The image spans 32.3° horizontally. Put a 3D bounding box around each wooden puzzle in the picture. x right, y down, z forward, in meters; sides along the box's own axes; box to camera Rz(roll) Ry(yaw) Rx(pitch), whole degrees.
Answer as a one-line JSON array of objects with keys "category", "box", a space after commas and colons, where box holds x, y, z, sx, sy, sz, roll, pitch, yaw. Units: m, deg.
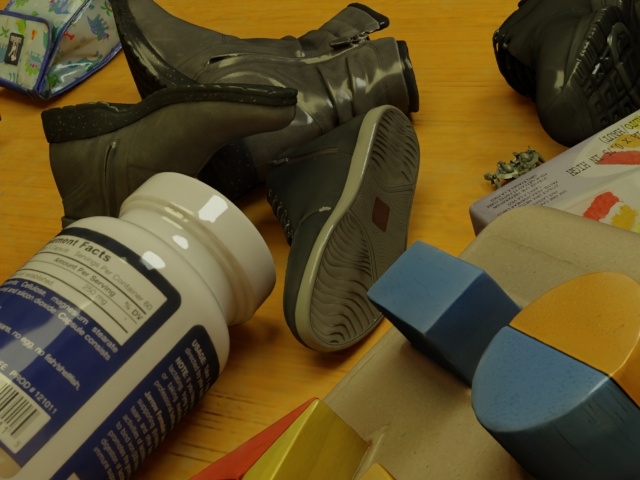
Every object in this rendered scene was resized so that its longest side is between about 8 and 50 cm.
[{"category": "wooden puzzle", "box": [0.053, 0.101, 0.542, 0.348, 0.080, 0.322, -42, 18, -6]}]

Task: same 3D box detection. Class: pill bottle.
[{"category": "pill bottle", "box": [-0.157, 0.080, 0.749, 0.153, 0.153, 0.264, 14, 48, 39]}]

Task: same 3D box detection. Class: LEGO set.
[{"category": "LEGO set", "box": [0.154, -0.050, 0.865, 0.054, 0.023, 0.083, -11, 37, 14]}]

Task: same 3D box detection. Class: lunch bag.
[{"category": "lunch bag", "box": [-0.318, -0.233, 1.288, 0.129, 0.096, 0.151, 19, 67, 39]}]

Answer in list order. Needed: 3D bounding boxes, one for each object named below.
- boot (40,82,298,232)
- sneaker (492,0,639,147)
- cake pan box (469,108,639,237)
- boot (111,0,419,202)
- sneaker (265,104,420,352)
[{"category": "boot", "box": [-0.118, -0.039, 0.894, 0.247, 0.161, 0.083, -6, 3, 29]}, {"category": "sneaker", "box": [0.202, -0.148, 0.911, 0.130, 0.109, 0.286, -12, 23, 27]}, {"category": "cake pan box", "box": [0.272, -0.009, 0.719, 0.267, 0.070, 0.246, -28, 39, -9]}, {"category": "boot", "box": [-0.058, -0.172, 1.075, 0.223, 0.118, 0.338, -27, 47, -12]}, {"category": "sneaker", "box": [0.000, 0.000, 0.853, 0.118, 0.083, 0.222, -17, 39, 39]}]
